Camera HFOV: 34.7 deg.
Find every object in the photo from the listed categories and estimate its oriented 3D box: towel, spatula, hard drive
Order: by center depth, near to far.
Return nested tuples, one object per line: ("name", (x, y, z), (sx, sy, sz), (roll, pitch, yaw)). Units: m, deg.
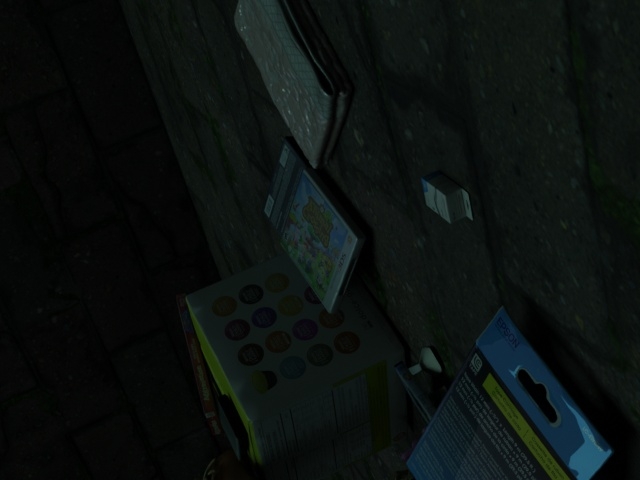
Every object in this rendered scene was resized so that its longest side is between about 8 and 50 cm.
("towel", (-0.057, -0.319, 1.775), (0.331, 0.053, 0.317), (63, 166, 12))
("spatula", (0.211, 0.284, 1.896), (0.168, 0.019, 0.242), (62, 170, 8))
("hard drive", (-0.170, 0.364, 1.992), (0.094, 0.022, 0.135), (60, 163, 25))

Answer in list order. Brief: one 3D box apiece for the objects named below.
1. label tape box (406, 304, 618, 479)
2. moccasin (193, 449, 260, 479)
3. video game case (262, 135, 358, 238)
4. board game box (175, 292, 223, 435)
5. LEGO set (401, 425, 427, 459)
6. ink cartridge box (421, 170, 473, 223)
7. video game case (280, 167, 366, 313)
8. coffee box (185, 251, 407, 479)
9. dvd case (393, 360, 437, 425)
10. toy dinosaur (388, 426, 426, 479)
("label tape box", (0.276, 0.287, 1.397), (0.249, 0.115, 0.347), (55, 137, 36))
("moccasin", (-0.191, 0.521, 2.076), (0.139, 0.147, 0.380), (67, 170, -8))
("video game case", (-0.026, -0.048, 2.028), (0.274, 0.026, 0.196), (54, 139, 36))
("board game box", (-0.261, 0.267, 2.216), (0.145, 0.027, 0.281), (87, 167, -59))
("LEGO set", (0.216, 0.458, 1.827), (0.227, 0.093, 0.087), (57, 174, 21))
("ink cartridge box", (0.174, -0.057, 1.412), (0.083, 0.028, 0.048), (44, 156, 54))
("video game case", (0.000, 0.000, 1.951), (0.212, 0.023, 0.193), (54, 139, 37))
("coffee box", (-0.044, 0.264, 2.114), (0.337, 0.334, 0.338), (57, 164, 37))
("dvd case", (0.218, 0.345, 1.807), (0.253, 0.022, 0.180), (54, 175, 48))
("toy dinosaur", (0.247, 0.512, 1.952), (0.295, 0.200, 0.127), (-96, 24, -43))
